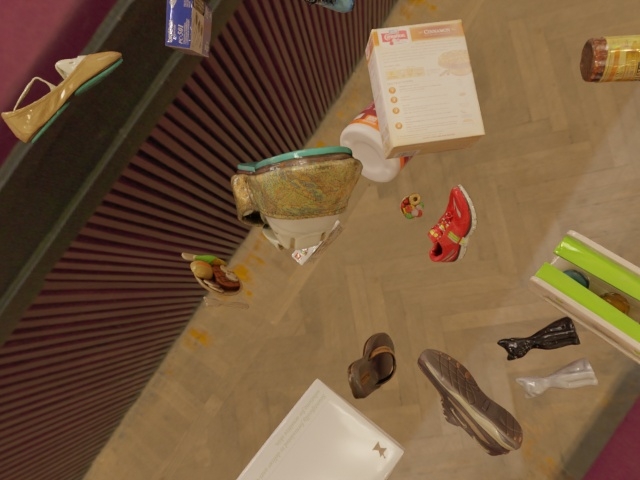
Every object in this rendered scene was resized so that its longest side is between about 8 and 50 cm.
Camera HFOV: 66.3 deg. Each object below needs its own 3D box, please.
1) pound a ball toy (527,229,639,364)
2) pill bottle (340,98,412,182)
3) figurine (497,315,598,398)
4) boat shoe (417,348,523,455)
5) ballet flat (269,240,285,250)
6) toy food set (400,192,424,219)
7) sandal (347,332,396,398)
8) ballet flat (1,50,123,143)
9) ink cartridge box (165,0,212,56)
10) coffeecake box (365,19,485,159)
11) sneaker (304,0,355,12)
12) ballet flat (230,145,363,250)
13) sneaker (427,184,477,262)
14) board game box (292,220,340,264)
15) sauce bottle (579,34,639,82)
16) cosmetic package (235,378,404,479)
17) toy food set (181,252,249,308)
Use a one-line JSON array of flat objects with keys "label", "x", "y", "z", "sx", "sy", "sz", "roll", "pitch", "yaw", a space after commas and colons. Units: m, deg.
[{"label": "pound a ball toy", "x": 0.579, "y": 0.099, "z": 0.887, "sx": 0.319, "sy": 0.136, "sz": 0.208, "roll": 38, "pitch": 87, "yaw": 29}, {"label": "pill bottle", "x": 0.264, "y": -0.396, "z": 1.609, "sx": 0.224, "sy": 0.224, "sz": 0.392, "roll": 39, "pitch": 68, "yaw": 7}, {"label": "figurine", "x": 0.640, "y": 0.343, "z": 1.384, "sx": 0.210, "sy": 0.092, "sz": 0.214, "roll": -23, "pitch": 98, "yaw": 23}, {"label": "boat shoe", "x": 0.402, "y": 0.472, "z": 1.403, "sx": 0.355, "sy": 0.132, "sz": 0.130, "roll": 46, "pitch": 122, "yaw": 22}, {"label": "ballet flat", "x": -0.041, "y": -0.052, "z": 1.443, "sx": 0.248, "sy": 0.086, "sz": 0.086, "roll": -35, "pitch": 83, "yaw": 6}, {"label": "toy food set", "x": 0.306, "y": -0.111, "z": 1.635, "sx": 0.083, "sy": 0.020, "sz": 0.082, "roll": -27, "pitch": 97, "yaw": -11}, {"label": "sandal", "x": 0.117, "y": 0.246, "z": 0.983, "sx": 0.060, "sy": 0.219, "sz": 0.089, "roll": -22, "pitch": 87, "yaw": 26}, {"label": "ballet flat", "x": -0.452, "y": -0.269, "z": 0.854, "sx": 0.232, "sy": 0.080, "sz": 0.073, "roll": -46, "pitch": 114, "yaw": -8}, {"label": "ink cartridge box", "x": -0.244, "y": -0.404, "z": 0.919, "sx": 0.046, "sy": 0.207, "sz": 0.097, "roll": 6, "pitch": 106, "yaw": -6}, {"label": "coffeecake box", "x": 0.158, "y": -0.232, "z": 0.756, "sx": 0.143, "sy": 0.068, "sz": 0.185, "roll": -8, "pitch": 84, "yaw": -5}, {"label": "sneaker", "x": -0.002, "y": -0.543, "z": 1.093, "sx": 0.162, "sy": 0.063, "sz": 0.073, "roll": 20, "pitch": 52, "yaw": 1}, {"label": "ballet flat", "x": -0.037, "y": -0.046, "z": 0.592, "sx": 0.123, "sy": 0.348, "sz": 0.123, "roll": -2, "pitch": 97, "yaw": -19}, {"label": "sneaker", "x": 0.375, "y": -0.033, "z": 1.430, "sx": 0.119, "sy": 0.279, "sz": 0.107, "roll": -10, "pitch": 41, "yaw": -9}, {"label": "board game box", "x": 0.000, "y": 0.000, "z": 1.754, "sx": 0.053, "sy": 0.305, "sz": 0.193, "roll": 42, "pitch": 93, "yaw": 6}, {"label": "sauce bottle", "x": 0.305, "y": -0.164, "z": 0.437, "sx": 0.128, "sy": 0.042, "sz": 0.042, "roll": -1, "pitch": 85, "yaw": 12}, {"label": "cosmetic package", "x": 0.002, "y": 0.350, "z": 0.776, "sx": 0.155, "sy": 0.365, "sz": 0.197, "roll": 37, "pitch": 75, "yaw": 15}, {"label": "toy food set", "x": -0.236, "y": 0.081, "z": 1.133, "sx": 0.038, "sy": 0.132, "sz": 0.192, "roll": -59, "pitch": 45, "yaw": 19}]
